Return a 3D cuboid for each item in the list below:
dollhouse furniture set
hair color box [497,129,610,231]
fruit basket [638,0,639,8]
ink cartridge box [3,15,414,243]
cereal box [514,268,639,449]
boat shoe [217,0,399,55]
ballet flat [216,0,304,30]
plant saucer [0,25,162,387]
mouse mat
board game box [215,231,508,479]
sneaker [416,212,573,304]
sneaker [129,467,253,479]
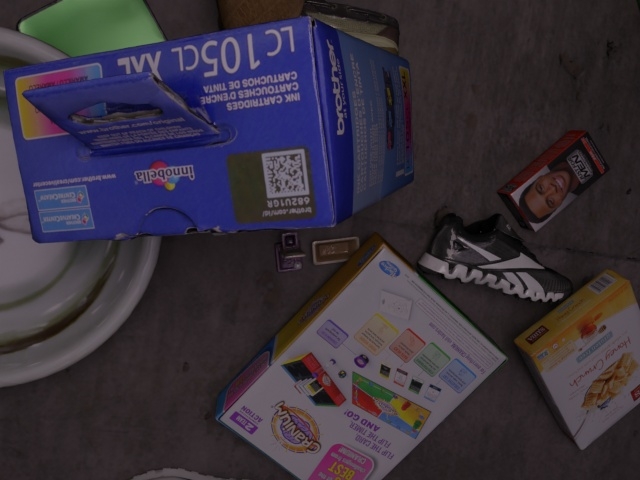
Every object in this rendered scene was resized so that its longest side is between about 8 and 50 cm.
[{"bbox_3d":[0.000,0.000,0.798,0.114,0.081,0.091,-6,101,-10],"label":"dollhouse furniture set"},{"bbox_3d":[0.329,-0.085,0.870,0.141,0.043,0.072,-40,106,-2],"label":"hair color box"},{"bbox_3d":[0.555,-0.389,0.699,0.282,0.392,0.392,-26,104,-6],"label":"fruit basket"},{"bbox_3d":[-0.077,-0.094,0.565,0.269,0.395,0.151,-3,101,19],"label":"ink cartridge box"},{"bbox_3d":[0.399,0.179,0.899,0.173,0.047,0.240,-38,120,-3],"label":"cereal box"},{"bbox_3d":[-0.011,-0.261,0.758,0.223,0.080,0.074,12,68,-1],"label":"boat shoe"},{"bbox_3d":[-0.060,-0.377,0.659,0.116,0.124,0.343,10,84,9],"label":"ballet flat"},{"bbox_3d":[-0.383,-0.036,0.704,0.399,0.100,0.401,-2,101,-12],"label":"plant saucer"},{"bbox_3d":[-0.253,-0.210,0.748,0.152,0.007,0.190,-29,103,-5],"label":"mouse mat"},{"bbox_3d":[0.053,0.184,0.829,0.242,0.064,0.316,42,98,-15],"label":"board game box"},{"bbox_3d":[0.257,0.021,0.856,0.234,0.078,0.106,14,99,-11],"label":"sneaker"},{"bbox_3d":[-0.173,0.368,0.822,0.234,0.095,0.090,3,101,-10],"label":"sneaker"}]
